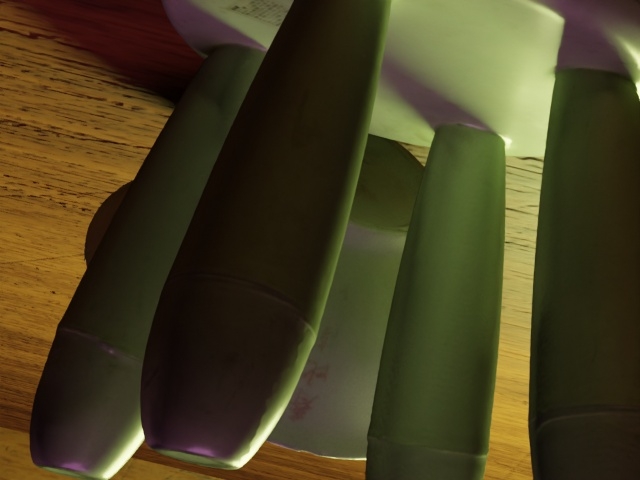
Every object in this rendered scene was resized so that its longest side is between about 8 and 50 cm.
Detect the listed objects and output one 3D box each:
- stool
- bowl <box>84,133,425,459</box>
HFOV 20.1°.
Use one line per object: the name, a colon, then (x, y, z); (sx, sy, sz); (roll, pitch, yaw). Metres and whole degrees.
stool: (0.019, 0.003, 0.626); (0.195, 0.199, 0.195); (19, 162, -19)
bowl: (0.000, 0.000, 0.790); (0.189, 0.189, 0.086); (18, 125, -18)
